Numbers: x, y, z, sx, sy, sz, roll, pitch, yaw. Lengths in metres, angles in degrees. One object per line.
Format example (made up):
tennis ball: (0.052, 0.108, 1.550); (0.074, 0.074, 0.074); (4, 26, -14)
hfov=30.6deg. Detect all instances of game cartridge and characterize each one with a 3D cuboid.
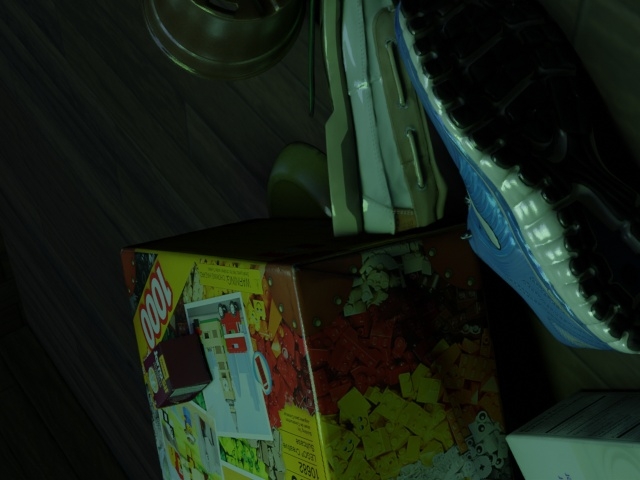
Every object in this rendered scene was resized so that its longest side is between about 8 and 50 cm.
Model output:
game cartridge: (0.194, 0.208, 1.235); (0.056, 0.017, 0.083); (37, 147, 40)

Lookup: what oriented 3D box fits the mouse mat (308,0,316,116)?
mouse mat: (-0.007, -0.229, 1.087); (0.189, 0.007, 0.152); (94, 176, -51)

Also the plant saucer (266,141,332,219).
plant saucer: (0.000, 0.000, 1.394); (0.241, 0.037, 0.241); (47, 154, 32)

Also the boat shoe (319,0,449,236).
boat shoe: (0.053, -0.156, 1.014); (0.113, 0.103, 0.302); (-90, -3, -84)

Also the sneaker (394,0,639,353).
sneaker: (0.145, -0.050, 0.909); (0.330, 0.130, 0.147); (61, 155, 3)

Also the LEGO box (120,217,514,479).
LEGO box: (-0.021, 0.175, 1.237); (0.500, 0.193, 0.372); (2, 103, 64)

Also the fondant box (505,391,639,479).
fondant box: (0.311, 0.243, 0.918); (0.238, 0.096, 0.330); (64, 158, -4)

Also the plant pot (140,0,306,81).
plant pot: (-0.084, -0.245, 1.087); (0.167, 0.167, 0.165); (63, 171, -2)

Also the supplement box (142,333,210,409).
supplement box: (-0.150, 0.137, 1.207); (0.083, 0.043, 0.055); (-48, 57, 59)
